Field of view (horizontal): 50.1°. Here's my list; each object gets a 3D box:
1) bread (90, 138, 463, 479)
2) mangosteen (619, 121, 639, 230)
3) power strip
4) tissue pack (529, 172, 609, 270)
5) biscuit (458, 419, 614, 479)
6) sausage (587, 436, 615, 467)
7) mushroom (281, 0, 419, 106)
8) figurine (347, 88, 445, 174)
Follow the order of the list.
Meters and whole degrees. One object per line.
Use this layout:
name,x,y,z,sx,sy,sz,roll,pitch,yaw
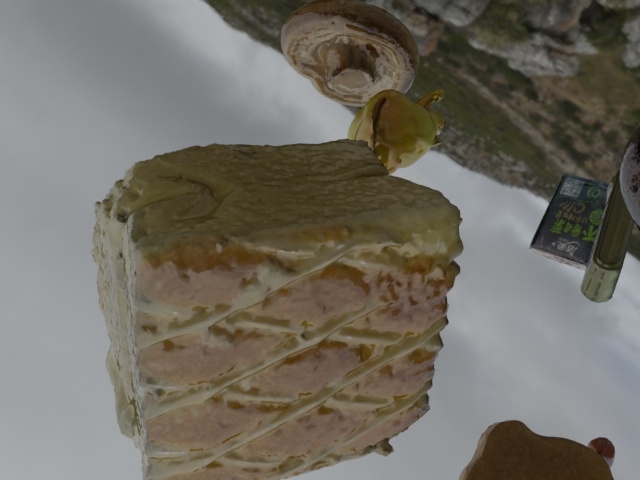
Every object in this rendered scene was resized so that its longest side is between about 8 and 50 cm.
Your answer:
bread,-0.066,0.087,0.850,0.390,0.371,0.279,-7,-146,-20
mangosteen,0.574,-0.092,0.951,0.311,0.311,0.311,33,-163,-11
power strip,0.552,-0.030,1.284,0.066,0.092,0.387,20,-139,20
tissue pack,0.682,-0.051,1.817,0.173,0.235,0.073,21,174,39
biscuit,0.423,0.569,1.340,0.365,0.385,0.062,24,159,-6
sausage,0.622,0.471,1.517,0.059,0.054,0.094,14,143,33
mushroom,0.060,-0.367,1.357,0.278,0.146,0.278,12,156,5
figurine,0.131,-0.181,1.099,0.156,0.131,0.246,3,-161,25
